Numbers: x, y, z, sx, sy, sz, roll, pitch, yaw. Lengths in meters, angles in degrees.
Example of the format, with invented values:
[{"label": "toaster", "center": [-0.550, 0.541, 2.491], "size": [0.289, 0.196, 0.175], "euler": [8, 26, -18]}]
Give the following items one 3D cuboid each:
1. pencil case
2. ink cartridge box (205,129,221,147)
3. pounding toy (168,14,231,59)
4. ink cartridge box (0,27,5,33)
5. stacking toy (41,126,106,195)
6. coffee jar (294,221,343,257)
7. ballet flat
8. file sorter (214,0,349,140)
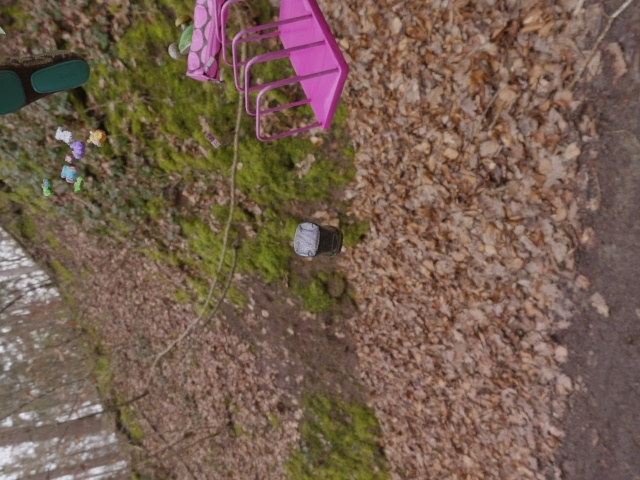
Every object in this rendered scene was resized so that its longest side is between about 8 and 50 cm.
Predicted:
[{"label": "pencil case", "center": [-0.264, -0.488, 1.042], "size": [0.098, 0.095, 0.209], "euler": [-123, 41, -68]}, {"label": "ink cartridge box", "center": [-0.425, -0.398, 1.729], "size": [0.063, 0.029, 0.115], "euler": [50, -179, -24]}, {"label": "pounding toy", "center": [-0.404, -0.687, 1.415], "size": [0.237, 0.183, 0.110], "euler": [6, 127, 56]}, {"label": "ink cartridge box", "center": [-0.825, -0.523, 0.961], "size": [0.235, 0.056, 0.171], "euler": [23, 155, 32]}, {"label": "stacking toy", "center": [-0.747, -0.238, 1.334], "size": [0.167, 0.052, 0.221], "euler": [-60, -6, -79]}, {"label": "coffee jar", "center": [0.000, 0.000, 1.234], "size": [0.184, 0.079, 0.096], "euler": [6, -88, -65]}, {"label": "ballet flat", "center": [-1.033, -0.547, 1.489], "size": [0.483, 0.182, 0.164], "euler": [-47, -23, -44]}, {"label": "file sorter", "center": [-0.097, -0.391, 0.926], "size": [0.202, 0.182, 0.290], "euler": [117, 132, -69]}]
